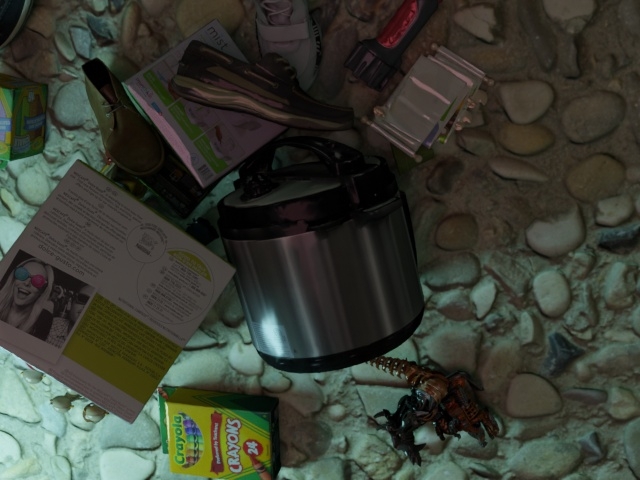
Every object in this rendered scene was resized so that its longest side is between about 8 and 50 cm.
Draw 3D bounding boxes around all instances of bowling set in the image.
[{"bbox_3d":[-0.569,0.389,1.800,0.287,0.154,0.200,5,109,14],"label":"bowling set"}]

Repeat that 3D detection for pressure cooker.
[{"bbox_3d":[-0.003,0.002,1.434,0.369,0.375,0.420,-14,105,8],"label":"pressure cooker"}]

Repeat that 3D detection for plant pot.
[{"bbox_3d":[0.189,-0.183,1.505,0.079,0.083,0.083,-16,102,5],"label":"plant pot"}]

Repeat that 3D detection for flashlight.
[{"bbox_3d":[0.161,-0.442,1.419,0.304,0.103,0.103,-50,65,22],"label":"flashlight"}]

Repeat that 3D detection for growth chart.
[{"bbox_3d":[0.218,-0.272,1.458,0.172,0.021,0.237,41,90,1],"label":"growth chart"}]

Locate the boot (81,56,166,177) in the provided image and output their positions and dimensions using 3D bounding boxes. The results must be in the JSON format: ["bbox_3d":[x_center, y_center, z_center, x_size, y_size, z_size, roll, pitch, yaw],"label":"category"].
[{"bbox_3d":[-0.421,-0.256,1.520,0.112,0.115,0.305,-30,63,-11],"label":"boot"}]

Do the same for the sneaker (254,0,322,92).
[{"bbox_3d":[-0.089,-0.454,1.411,0.137,0.210,0.366,-1,106,13],"label":"sneaker"}]

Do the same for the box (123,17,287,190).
[{"bbox_3d":[-0.226,-0.272,1.499,0.231,0.127,0.262,-38,96,-7],"label":"box"}]

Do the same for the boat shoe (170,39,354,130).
[{"bbox_3d":[-0.098,-0.292,1.386,0.355,0.132,0.130,13,96,-12],"label":"boat shoe"}]

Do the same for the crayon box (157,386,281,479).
[{"bbox_3d":[-0.261,0.477,1.798,0.318,0.081,0.202,2,107,13],"label":"crayon box"}]

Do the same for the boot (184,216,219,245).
[{"bbox_3d":[-0.273,0.013,1.683,0.099,0.045,0.121,-40,93,17],"label":"boot"}]

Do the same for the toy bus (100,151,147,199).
[{"bbox_3d":[-0.460,-0.107,1.653,0.104,0.202,0.191,24,105,-27],"label":"toy bus"}]

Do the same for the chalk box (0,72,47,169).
[{"bbox_3d":[-0.715,-0.257,1.657,0.132,0.132,0.213,14,110,9],"label":"chalk box"}]

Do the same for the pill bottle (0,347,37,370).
[{"bbox_3d":[-0.566,0.202,1.708,0.407,0.229,0.229,8,108,10],"label":"pill bottle"}]

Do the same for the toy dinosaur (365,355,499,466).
[{"bbox_3d":[0.237,0.361,1.640,0.322,0.164,0.218,39,97,19],"label":"toy dinosaur"}]

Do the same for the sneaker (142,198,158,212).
[{"bbox_3d":[-0.396,-0.024,1.686,0.051,0.070,0.134,-4,106,12],"label":"sneaker"}]

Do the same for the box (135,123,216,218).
[{"bbox_3d":[-0.303,-0.175,1.584,0.190,0.045,0.184,40,73,-1],"label":"box"}]

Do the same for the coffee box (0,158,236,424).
[{"bbox_3d":[-0.403,0.090,1.388,0.338,0.337,0.334,35,81,-12],"label":"coffee box"}]

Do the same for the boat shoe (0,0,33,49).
[{"bbox_3d":[-0.824,-0.469,1.607,0.500,0.156,0.187,-29,96,18],"label":"boat shoe"}]
